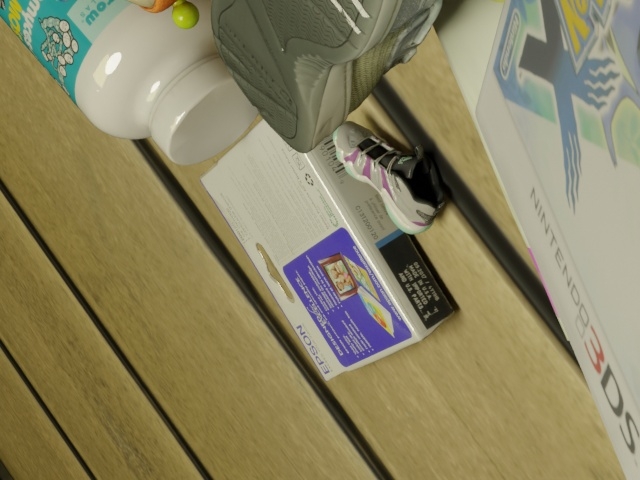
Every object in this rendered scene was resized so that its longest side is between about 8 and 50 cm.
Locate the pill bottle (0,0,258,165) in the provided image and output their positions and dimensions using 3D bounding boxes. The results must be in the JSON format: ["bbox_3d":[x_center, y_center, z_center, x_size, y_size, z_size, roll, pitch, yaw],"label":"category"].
[{"bbox_3d":[-0.156,-0.179,1.390,0.264,0.146,0.146,48,154,22],"label":"pill bottle"}]

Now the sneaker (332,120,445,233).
[{"bbox_3d":[0.053,-0.055,1.268,0.098,0.038,0.069,46,153,4],"label":"sneaker"}]

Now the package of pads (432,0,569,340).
[{"bbox_3d":[0.168,-0.084,0.927,0.229,0.101,0.297,-2,115,63],"label":"package of pads"}]

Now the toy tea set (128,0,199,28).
[{"bbox_3d":[-0.170,-0.302,1.274,0.336,0.124,0.200,49,158,32],"label":"toy tea set"}]

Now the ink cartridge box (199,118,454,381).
[{"bbox_3d":[0.000,0.000,1.420,0.206,0.045,0.208,58,155,0],"label":"ink cartridge box"}]

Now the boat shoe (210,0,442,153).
[{"bbox_3d":[0.015,-0.140,0.890,0.118,0.103,0.320,51,165,11],"label":"boat shoe"}]

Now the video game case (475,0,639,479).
[{"bbox_3d":[0.147,-0.048,0.718,0.329,0.036,0.300,100,156,-52],"label":"video game case"}]
